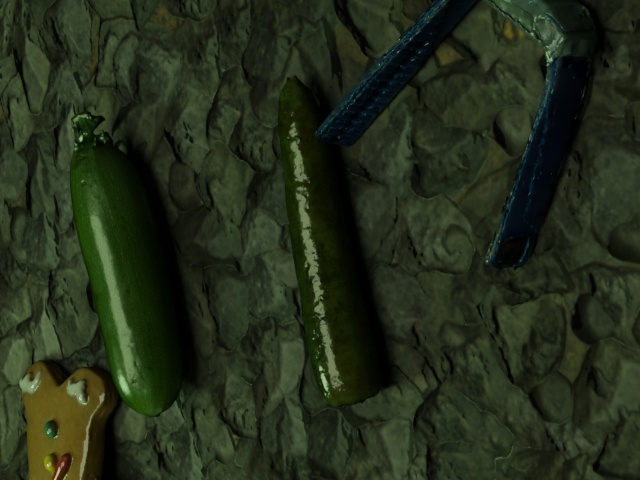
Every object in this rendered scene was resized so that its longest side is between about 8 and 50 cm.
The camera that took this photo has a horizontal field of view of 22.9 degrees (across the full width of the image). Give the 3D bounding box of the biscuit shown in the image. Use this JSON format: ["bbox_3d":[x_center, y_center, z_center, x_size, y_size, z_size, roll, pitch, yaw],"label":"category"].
[{"bbox_3d":[-0.335,0.328,2.047,0.216,0.047,0.339,-1,85,46],"label":"biscuit"}]

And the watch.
[{"bbox_3d":[0.133,-0.153,1.540,0.276,0.068,0.274,37,126,34],"label":"watch"}]

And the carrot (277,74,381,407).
[{"bbox_3d":[0.000,0.000,1.684,0.074,0.074,0.358,-14,86,45],"label":"carrot"}]

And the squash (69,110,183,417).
[{"bbox_3d":[-0.236,0.027,1.903,0.101,0.101,0.378,-20,82,45],"label":"squash"}]
